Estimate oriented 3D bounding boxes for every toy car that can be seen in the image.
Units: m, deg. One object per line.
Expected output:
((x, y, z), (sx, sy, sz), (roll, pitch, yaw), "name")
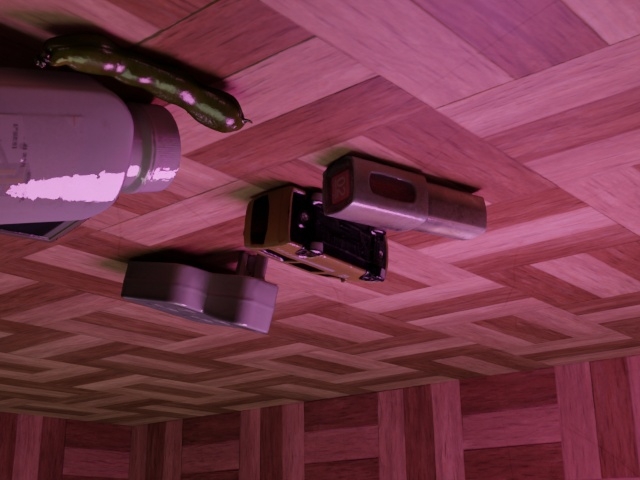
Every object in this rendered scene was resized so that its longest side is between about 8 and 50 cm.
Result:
((0.000, 0.000, 1.407), (0.124, 0.101, 0.256), (-10, 158, 37), "toy car")

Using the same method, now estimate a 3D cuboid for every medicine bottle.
((-0.300, -0.101, 0.970), (0.296, 0.161, 0.111), (-6, -147, -42), "medicine bottle")

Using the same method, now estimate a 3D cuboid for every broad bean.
((-0.181, -0.171, 0.972), (0.256, 0.053, 0.052), (16, -176, -40), "broad bean")

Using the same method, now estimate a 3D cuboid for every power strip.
((-0.198, 0.084, 1.656), (0.261, 0.141, 0.229), (3, 166, 38), "power strip")

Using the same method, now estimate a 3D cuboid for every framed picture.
((-0.447, -0.052, 1.367), (0.192, 0.018, 0.265), (12, 157, -35), "framed picture")

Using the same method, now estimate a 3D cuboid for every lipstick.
((0.125, -0.052, 1.287), (0.253, 0.079, 0.077), (13, 157, -33), "lipstick")
